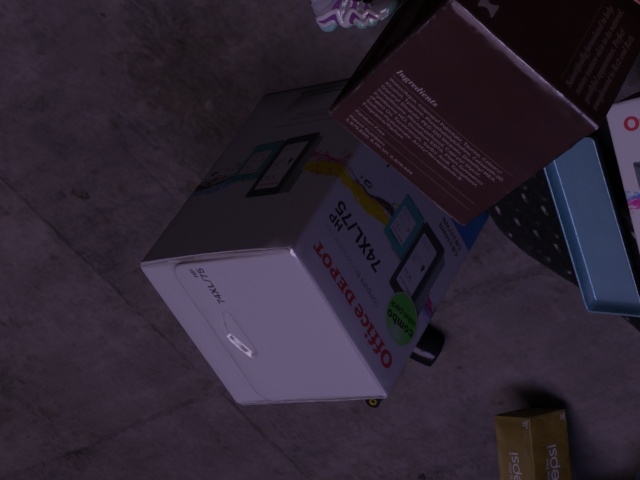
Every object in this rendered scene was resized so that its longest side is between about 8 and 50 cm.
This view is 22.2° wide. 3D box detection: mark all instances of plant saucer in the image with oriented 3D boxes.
[{"bbox_3d":[0.254,-0.015,1.522,0.067,0.018,0.192,4,124,44],"label":"plant saucer"}]

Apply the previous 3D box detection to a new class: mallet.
[{"bbox_3d":[0.080,0.146,1.912,0.062,0.039,0.189,35,146,-4],"label":"mallet"}]

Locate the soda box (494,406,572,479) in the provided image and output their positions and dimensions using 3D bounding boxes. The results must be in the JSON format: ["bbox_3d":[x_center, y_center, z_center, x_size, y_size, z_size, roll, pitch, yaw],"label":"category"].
[{"bbox_3d":[0.243,0.281,1.837,0.058,0.061,0.181,-4,92,52],"label":"soda box"}]

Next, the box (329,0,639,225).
[{"bbox_3d":[0.149,-0.154,1.433,0.167,0.168,0.203,40,142,-9],"label":"box"}]

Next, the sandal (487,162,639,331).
[{"bbox_3d":[0.362,0.034,1.559,0.446,0.107,0.167,40,142,12],"label":"sandal"}]

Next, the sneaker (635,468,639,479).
[{"bbox_3d":[0.345,0.315,1.855,0.319,0.127,0.208,16,125,35],"label":"sneaker"}]

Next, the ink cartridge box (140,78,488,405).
[{"bbox_3d":[0.000,0.000,1.619,0.197,0.270,0.198,-6,128,39],"label":"ink cartridge box"}]

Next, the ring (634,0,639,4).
[{"bbox_3d":[0.336,-0.294,1.269,0.337,0.032,0.336,18,140,16],"label":"ring"}]

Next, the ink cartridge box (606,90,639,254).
[{"bbox_3d":[0.351,-0.037,1.406,0.154,0.093,0.212,-10,94,33],"label":"ink cartridge box"}]

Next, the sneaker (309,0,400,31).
[{"bbox_3d":[0.023,-0.234,1.540,0.098,0.038,0.069,-7,128,38],"label":"sneaker"}]
